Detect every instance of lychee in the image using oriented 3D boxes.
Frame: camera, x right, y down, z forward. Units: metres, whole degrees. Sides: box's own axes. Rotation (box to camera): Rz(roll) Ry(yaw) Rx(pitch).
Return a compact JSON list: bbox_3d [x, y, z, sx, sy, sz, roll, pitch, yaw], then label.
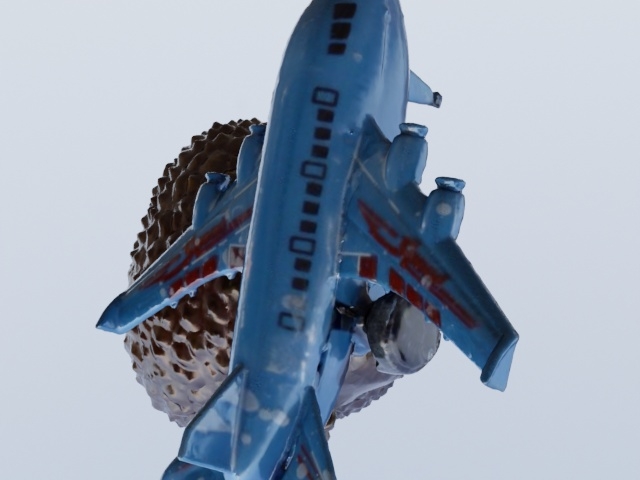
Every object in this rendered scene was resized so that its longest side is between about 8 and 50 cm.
[{"bbox_3d":[-0.026,0.030,0.827,0.194,0.194,0.194,-10,-149,6],"label":"lychee"}]

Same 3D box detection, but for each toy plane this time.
[{"bbox_3d":[0.000,0.000,0.673,0.254,0.105,0.271,4,-110,44],"label":"toy plane"}]
